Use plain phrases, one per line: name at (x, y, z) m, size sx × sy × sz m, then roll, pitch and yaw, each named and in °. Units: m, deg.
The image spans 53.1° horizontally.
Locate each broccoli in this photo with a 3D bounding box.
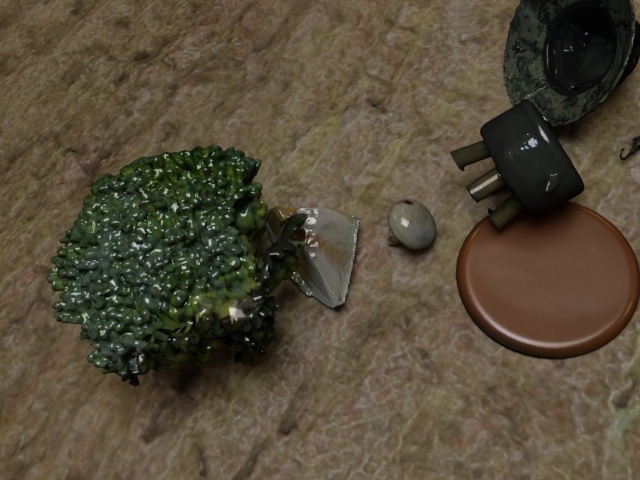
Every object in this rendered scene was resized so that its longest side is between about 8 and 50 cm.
broccoli at (-0.186, 0.027, 0.880) m, size 0.324 × 0.272 × 0.334 m, roll -35°, pitch 64°, yaw 21°

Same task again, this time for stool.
stool at (0.287, -0.109, 0.932) m, size 0.139 × 0.228 × 0.153 m, roll -32°, pitch 90°, yaw 21°

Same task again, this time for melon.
melon at (0.003, 0.000, 0.975) m, size 0.139 × 0.093 × 0.202 m, roll -32°, pitch 65°, yaw -13°

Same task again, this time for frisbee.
frisbee at (0.321, 0.045, 0.913) m, size 0.251 × 0.021 × 0.250 m, roll -6°, pitch 61°, yaw 10°

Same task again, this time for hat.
hat at (0.417, -0.294, 0.995) m, size 0.128 × 0.265 × 0.265 m, roll 3°, pitch 58°, yaw -22°

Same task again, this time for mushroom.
mushroom at (0.129, -0.017, 0.966) m, size 0.079 × 0.085 × 0.085 m, roll -31°, pitch 53°, yaw 37°

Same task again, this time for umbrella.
umbrella at (0.505, -0.166, 0.980) m, size 0.149 × 0.022 × 0.022 m, roll -36°, pitch 23°, yaw -16°
